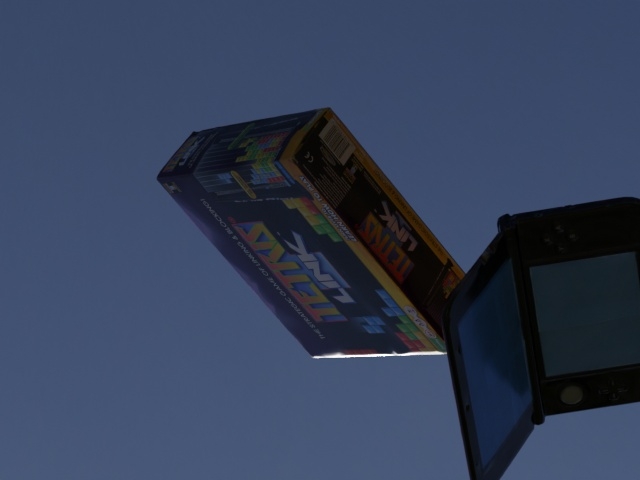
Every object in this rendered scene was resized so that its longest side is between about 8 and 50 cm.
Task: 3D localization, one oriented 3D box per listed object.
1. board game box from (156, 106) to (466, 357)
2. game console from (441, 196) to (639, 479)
[{"bbox_3d":[0.000,0.000,1.232,0.170,0.141,0.048,49,-122,-24],"label":"board game box"},{"bbox_3d":[0.135,0.062,1.122,0.124,0.085,0.144,-9,-56,5],"label":"game console"}]
